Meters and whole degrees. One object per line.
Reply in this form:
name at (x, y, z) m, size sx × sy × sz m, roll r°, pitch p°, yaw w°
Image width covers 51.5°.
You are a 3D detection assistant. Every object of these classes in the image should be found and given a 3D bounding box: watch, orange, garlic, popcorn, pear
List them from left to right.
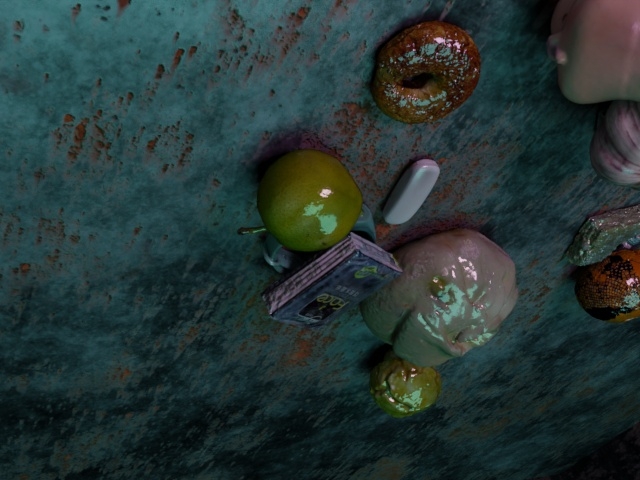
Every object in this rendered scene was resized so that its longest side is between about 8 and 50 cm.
pear at (-0.037, -0.052, 1.124) m, size 0.216 × 0.166 × 0.180 m, roll -35°, pitch 141°, yaw 1°
watch at (0.000, 0.000, 1.311) m, size 0.236 × 0.068 × 0.195 m, roll -2°, pitch 142°, yaw -30°
popcorn at (0.233, 0.391, 1.828) m, size 0.204 × 0.184 × 0.221 m, roll -4°, pitch 142°, yaw -12°
orange at (0.792, 0.121, 1.751) m, size 0.234 × 0.182 × 0.234 m, roll -19°, pitch 171°, yaw -3°
garlic at (0.584, -0.228, 1.157) m, size 0.244 × 0.253 × 0.245 m, roll -6°, pitch 157°, yaw -2°

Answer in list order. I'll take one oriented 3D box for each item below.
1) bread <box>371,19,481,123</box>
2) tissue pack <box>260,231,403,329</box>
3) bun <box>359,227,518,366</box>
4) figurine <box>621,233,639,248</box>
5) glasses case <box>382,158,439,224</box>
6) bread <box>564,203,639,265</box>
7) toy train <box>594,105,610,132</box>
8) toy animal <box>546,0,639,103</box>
bread at (0.170, -0.261, 1.059) m, size 0.193 × 0.064 × 0.193 m, roll -11°, pitch 143°, yaw -8°
tissue pack at (0.023, 0.085, 1.319) m, size 0.235 × 0.073 × 0.173 m, roll -36°, pitch 147°, yaw 21°
bun at (0.275, 0.146, 1.500) m, size 0.364 × 0.219 × 0.365 m, roll -13°, pitch 139°, yaw -11°
figurine at (0.824, -0.017, 1.704) m, size 0.059 × 0.047 × 0.106 m, roll 26°, pitch 129°, yaw -25°
glasses case at (0.175, -0.092, 1.292) m, size 0.063 × 0.041 × 0.164 m, roll -1°, pitch 139°, yaw -28°
bread at (0.710, -0.018, 1.634) m, size 0.232 × 0.064 × 0.172 m, roll -38°, pitch 143°, yaw 19°
toy train at (0.747, -0.278, 1.300) m, size 0.409 × 0.086 × 0.089 m, roll -21°, pitch 145°, yaw -1°
toy animal at (0.503, -0.306, 0.979) m, size 0.326 × 0.269 × 0.237 m, roll -9°, pitch 140°, yaw 7°
